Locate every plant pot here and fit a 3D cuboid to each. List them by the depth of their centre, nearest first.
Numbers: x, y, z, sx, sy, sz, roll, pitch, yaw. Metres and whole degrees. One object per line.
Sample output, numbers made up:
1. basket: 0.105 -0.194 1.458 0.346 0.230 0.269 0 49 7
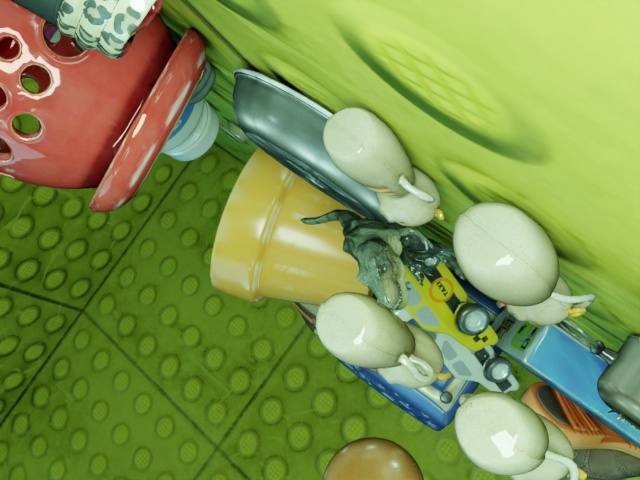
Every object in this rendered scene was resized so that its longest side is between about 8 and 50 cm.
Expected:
1. plant pot: -0.197 -0.126 0.599 0.174 0.191 0.191 30 -178 -14
2. plant pot: -0.011 0.000 0.965 0.188 0.205 0.205 20 178 9
3. plant pot: 0.174 0.159 1.241 0.236 0.236 0.212 36 173 8

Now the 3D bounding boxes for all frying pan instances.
1. frying pan: -0.037 -0.099 0.666 0.326 0.053 0.197 31 177 40

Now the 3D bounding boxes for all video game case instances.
1. video game case: 0.354 0.192 0.965 0.269 0.061 0.244 35 -179 2

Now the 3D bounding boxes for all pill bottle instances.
1. pill bottle: -0.225 -0.185 0.956 0.124 0.124 0.221 36 -179 31

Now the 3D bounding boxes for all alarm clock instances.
1. alarm clock: 0.248 0.115 0.546 0.192 0.064 0.129 39 -179 13

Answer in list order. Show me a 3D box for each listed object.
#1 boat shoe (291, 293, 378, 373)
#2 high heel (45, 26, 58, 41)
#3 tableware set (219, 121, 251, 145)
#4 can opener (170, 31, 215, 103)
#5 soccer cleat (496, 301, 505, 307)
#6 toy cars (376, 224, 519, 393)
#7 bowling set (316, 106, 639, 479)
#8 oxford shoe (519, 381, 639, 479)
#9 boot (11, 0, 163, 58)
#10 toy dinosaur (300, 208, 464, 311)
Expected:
1. boat shoe: 0.008 0.094 1.136 0.123 0.123 0.342 -11 -158 -31
2. high heel: -0.426 -0.368 1.259 0.377 0.127 0.181 42 157 52
3. tableware set: -0.185 -0.221 1.373 0.169 0.020 0.141 36 179 -24
4. can opener: -0.241 -0.212 0.742 0.283 0.095 0.076 36 -179 -3
5. soccer cleat: 0.137 0.017 0.577 0.029 0.035 0.083 42 -159 -21
6. toy cars: 0.139 0.095 0.916 0.176 0.087 0.393 53 -179 32
7. bowling set: 0.078 0.072 0.442 0.287 0.200 0.154 40 -176 30
8. oxford shoe: 0.410 0.311 1.158 0.364 0.132 0.130 20 -152 -27
9. boot: -0.172 -0.170 0.416 0.179 0.085 0.236 33 180 -19
10. toy dinosaur: 0.063 0.007 0.694 0.118 0.064 0.268 15 -173 -14
